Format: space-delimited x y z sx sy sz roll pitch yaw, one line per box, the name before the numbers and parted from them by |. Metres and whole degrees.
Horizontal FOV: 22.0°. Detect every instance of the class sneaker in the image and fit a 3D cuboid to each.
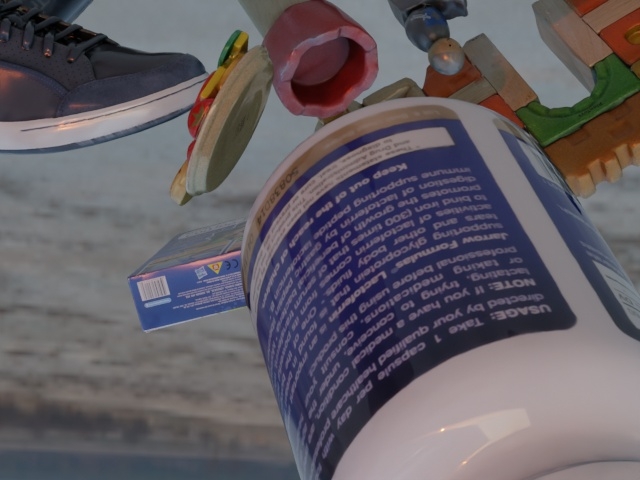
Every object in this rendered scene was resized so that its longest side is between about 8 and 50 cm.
sneaker | -0.175 -0.132 0.890 0.226 0.163 0.086 -2 -163 13

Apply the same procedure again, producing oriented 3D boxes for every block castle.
block castle | 0.180 -0.192 1.365 0.453 0.213 0.303 -32 140 -1

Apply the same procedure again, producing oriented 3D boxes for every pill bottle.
pill bottle | 0.063 0.067 0.640 0.153 0.153 0.265 5 -149 -17

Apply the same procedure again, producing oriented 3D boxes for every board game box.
board game box | 0.000 0.000 0.969 0.201 0.035 0.136 -14 -171 11

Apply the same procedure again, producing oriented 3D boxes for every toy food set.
toy food set | -0.047 -0.059 0.795 0.020 0.082 0.083 26 155 9

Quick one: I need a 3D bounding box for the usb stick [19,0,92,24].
usb stick | -0.199 -0.173 1.127 0.077 0.278 0.045 42 -173 -20
